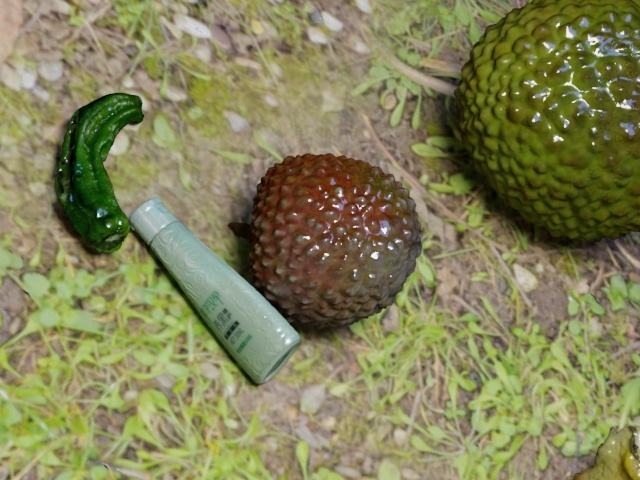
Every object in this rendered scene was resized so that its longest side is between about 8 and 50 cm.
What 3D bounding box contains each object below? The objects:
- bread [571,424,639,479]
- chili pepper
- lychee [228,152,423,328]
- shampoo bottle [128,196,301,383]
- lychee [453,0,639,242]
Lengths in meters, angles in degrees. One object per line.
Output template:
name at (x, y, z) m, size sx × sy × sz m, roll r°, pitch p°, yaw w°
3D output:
bread at (0.295, 0.277, 1.809) m, size 0.169 × 0.140 × 0.160 m, roll 38°, pitch 38°, yaw 1°
chili pepper at (-0.200, -0.070, 1.800) m, size 0.073 × 0.050 × 0.182 m, roll 16°, pitch 52°, yaw -13°
lychee at (0.000, 0.000, 1.807) m, size 0.165 × 0.197 × 0.165 m, roll -6°, pitch 90°, yaw -65°
shampoo bottle at (-0.097, 0.040, 1.783) m, size 0.191 × 0.069 × 0.041 m, roll 48°, pitch 45°, yaw 12°
lychee at (0.270, -0.129, 1.974) m, size 0.320 × 0.270 × 0.270 m, roll 51°, pitch 35°, yaw -48°
